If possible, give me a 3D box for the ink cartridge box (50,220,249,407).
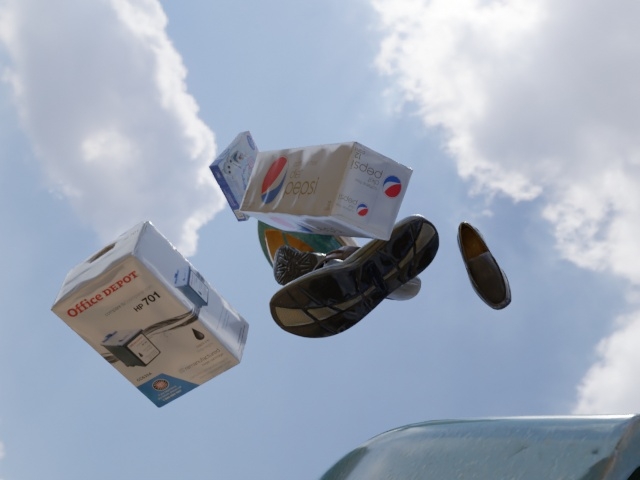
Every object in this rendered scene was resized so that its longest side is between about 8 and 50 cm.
[{"bbox_3d":[-0.201,0.092,1.019,0.139,0.082,0.191,-31,-63,21],"label":"ink cartridge box"}]

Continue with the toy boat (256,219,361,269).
[{"bbox_3d":[0.000,0.000,1.548,0.267,0.148,0.318,43,-43,4],"label":"toy boat"}]

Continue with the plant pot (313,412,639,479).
[{"bbox_3d":[0.053,0.238,0.392,0.248,0.247,0.252,50,-27,-18],"label":"plant pot"}]

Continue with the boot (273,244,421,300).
[{"bbox_3d":[0.043,0.058,1.473,0.189,0.208,0.076,13,-83,58],"label":"boot"}]

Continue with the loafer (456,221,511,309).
[{"bbox_3d":[0.274,0.042,1.453,0.062,0.061,0.170,-30,-124,9],"label":"loafer"}]

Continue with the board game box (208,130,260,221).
[{"bbox_3d":[-0.104,-0.087,1.147,0.020,0.090,0.090,-6,-57,34],"label":"board game box"}]

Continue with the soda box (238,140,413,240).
[{"bbox_3d":[-0.003,-0.048,0.842,0.216,0.069,0.074,5,-105,63],"label":"soda box"}]

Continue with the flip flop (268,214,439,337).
[{"bbox_3d":[0.048,0.046,1.249,0.080,0.277,0.112,39,-21,57],"label":"flip flop"}]
